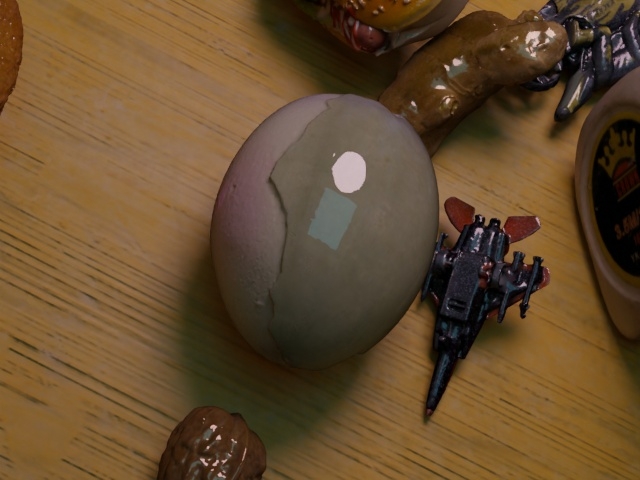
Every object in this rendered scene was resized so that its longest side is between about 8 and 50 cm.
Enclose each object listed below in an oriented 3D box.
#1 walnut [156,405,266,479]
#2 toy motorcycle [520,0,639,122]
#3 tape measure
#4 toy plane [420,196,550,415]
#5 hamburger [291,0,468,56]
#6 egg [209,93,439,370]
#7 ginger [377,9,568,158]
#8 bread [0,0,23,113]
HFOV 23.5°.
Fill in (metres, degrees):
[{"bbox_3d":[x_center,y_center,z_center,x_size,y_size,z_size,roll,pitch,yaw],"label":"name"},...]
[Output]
[{"bbox_3d":[-0.084,0.176,1.204,0.079,0.082,0.096,41,61,-27],"label":"walnut"},{"bbox_3d":[0.260,-0.187,1.434,0.124,0.061,0.193,38,64,0],"label":"toy motorcycle"},{"bbox_3d":[0.324,-0.057,1.282,0.133,0.271,0.231,-7,73,-16],"label":"tape measure"},{"bbox_3d":[0.119,0.056,1.305,0.130,0.061,0.189,14,68,18],"label":"toy plane"},{"bbox_3d":[0.044,-0.260,1.349,0.116,0.173,0.210,12,35,-47],"label":"hamburger"},{"bbox_3d":[0.000,0.000,1.230,0.183,0.183,0.217,21,57,-5],"label":"egg"},{"bbox_3d":[0.114,-0.146,1.363,0.205,0.081,0.115,-32,57,3],"label":"ginger"},{"bbox_3d":[-0.354,-0.153,1.230,0.240,0.139,0.240,5,69,-12],"label":"bread"}]
